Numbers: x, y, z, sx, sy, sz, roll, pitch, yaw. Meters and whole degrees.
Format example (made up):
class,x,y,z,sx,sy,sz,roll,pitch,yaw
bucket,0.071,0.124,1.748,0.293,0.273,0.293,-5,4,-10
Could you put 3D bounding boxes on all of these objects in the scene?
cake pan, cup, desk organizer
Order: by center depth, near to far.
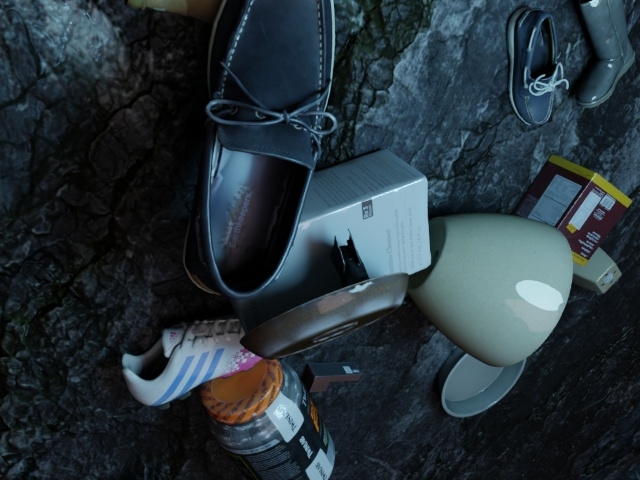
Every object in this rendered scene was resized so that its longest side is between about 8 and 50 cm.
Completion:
class,x,y,z,sx,sy,sz,roll,pitch,yaw
cup,0.317,0.070,1.136,0.237,0.331,0.331,24,106,-14
desk organizer,0.028,0.323,1.270,0.130,0.047,0.050,5,117,-30
cake pan,0.452,0.373,1.520,0.293,0.054,0.293,-13,123,-21

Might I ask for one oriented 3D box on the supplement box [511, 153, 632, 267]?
class,x,y,z,sx,sy,sz,roll,pitch,yaw
supplement box,0.597,-0.068,1.289,0.191,0.129,0.194,21,106,-36

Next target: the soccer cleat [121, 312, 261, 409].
class,x,y,z,sx,sy,sz,roll,pitch,yaw
soccer cleat,-0.217,0.199,1.022,0.331,0.116,0.143,-29,128,-10

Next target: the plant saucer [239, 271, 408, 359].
class,x,y,z,sx,sy,sz,roll,pitch,yaw
plant saucer,0.016,0.139,0.919,0.311,0.050,0.310,-20,165,-5

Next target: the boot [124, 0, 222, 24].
class,x,y,z,sx,sy,sz,roll,pitch,yaw
boot,-0.120,-0.406,0.743,0.270,0.089,0.236,1,126,-29

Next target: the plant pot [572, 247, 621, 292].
class,x,y,z,sx,sy,sz,roll,pitch,yaw
plant pot,0.762,0.082,1.487,0.109,0.096,0.109,-48,129,4

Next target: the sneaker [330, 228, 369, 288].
class,x,y,z,sx,sy,sz,roll,pitch,yaw
sneaker,0.051,0.046,0.912,0.051,0.089,0.170,-23,166,-3

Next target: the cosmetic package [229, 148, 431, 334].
class,x,y,z,sx,sy,sz,roll,pitch,yaw
cosmetic package,0.000,0.000,0.995,0.385,0.156,0.217,-23,127,-15

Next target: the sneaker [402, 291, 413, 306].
class,x,y,z,sx,sy,sz,roll,pitch,yaw
sneaker,0.180,0.136,1.226,0.098,0.069,0.038,-39,128,-3

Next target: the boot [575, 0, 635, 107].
class,x,y,z,sx,sy,sz,roll,pitch,yaw
boot,0.578,-0.410,1.113,0.189,0.076,0.208,-54,136,-9

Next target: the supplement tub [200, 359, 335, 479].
class,x,y,z,sx,sy,sz,roll,pitch,yaw
supplement tub,-0.109,0.390,1.135,0.207,0.207,0.338,-29,128,-10

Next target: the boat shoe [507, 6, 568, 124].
class,x,y,z,sx,sy,sz,roll,pitch,yaw
boat shoe,0.439,-0.339,1.077,0.095,0.079,0.254,-27,127,-12

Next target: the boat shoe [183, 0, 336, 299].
class,x,y,z,sx,sy,sz,roll,pitch,yaw
boat shoe,-0.075,-0.149,0.734,0.187,0.156,0.499,11,98,-23
